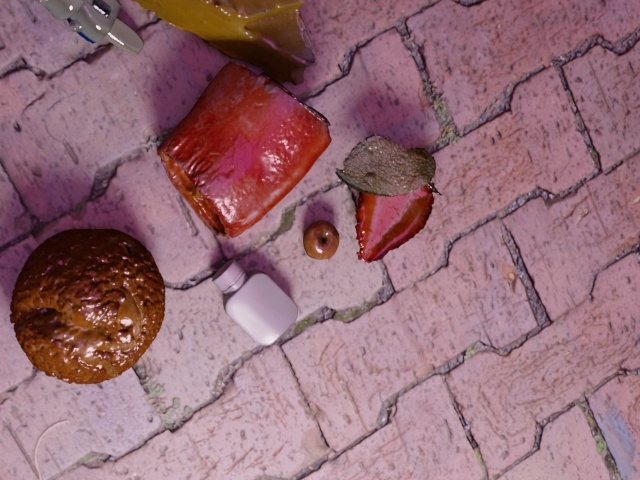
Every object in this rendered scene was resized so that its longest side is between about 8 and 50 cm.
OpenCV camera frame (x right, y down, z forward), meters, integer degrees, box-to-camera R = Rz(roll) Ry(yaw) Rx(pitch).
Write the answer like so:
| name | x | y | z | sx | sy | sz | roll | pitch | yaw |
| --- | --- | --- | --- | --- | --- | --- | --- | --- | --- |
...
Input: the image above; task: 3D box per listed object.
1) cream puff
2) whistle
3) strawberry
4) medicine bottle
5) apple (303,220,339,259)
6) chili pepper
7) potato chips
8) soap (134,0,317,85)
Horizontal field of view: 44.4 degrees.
| name | x | y | z | sx | sy | sz | roll | pitch | yaw |
| --- | --- | --- | --- | --- | --- | --- | --- | --- | --- |
| cream puff | -0.438 | 0.130 | 1.488 | 0.302 | 0.212 | 0.303 | -3 | 102 | -15 |
| whistle | -0.437 | -0.431 | 1.474 | 0.244 | 0.092 | 0.110 | 33 | 62 | -40 |
| strawberry | 0.154 | -0.056 | 1.668 | 0.174 | 0.098 | 0.228 | 13 | 87 | -9 |
| medicine bottle | -0.141 | 0.124 | 1.634 | 0.119 | 0.069 | 0.183 | -45 | 105 | -4 |
| apple | 0.000 | 0.000 | 1.656 | 0.083 | 0.071 | 0.084 | 0 | 89 | -18 |
| chili pepper | -0.159 | -0.177 | 1.521 | 0.305 | 0.229 | 0.251 | -48 | 114 | -6 |
| potato chips | 0.135 | -0.155 | 1.607 | 0.209 | 0.026 | 0.142 | -23 | 93 | -10 |
| soap | -0.205 | -0.415 | 1.483 | 0.338 | 0.169 | 0.305 | -21 | 95 | -24 |
